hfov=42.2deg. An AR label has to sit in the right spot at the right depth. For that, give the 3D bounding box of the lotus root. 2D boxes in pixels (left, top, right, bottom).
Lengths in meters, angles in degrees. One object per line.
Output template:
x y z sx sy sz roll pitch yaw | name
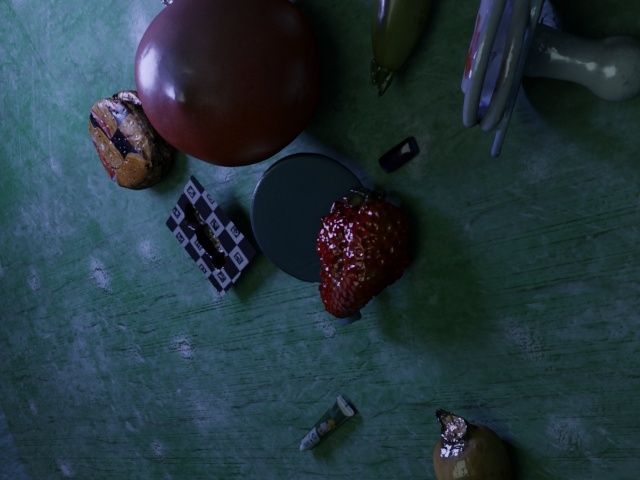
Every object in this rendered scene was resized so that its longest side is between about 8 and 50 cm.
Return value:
0.255 0.382 1.404 0.118 0.125 0.220 11 122 70 | lotus root

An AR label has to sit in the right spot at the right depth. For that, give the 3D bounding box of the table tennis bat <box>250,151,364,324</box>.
0.000 0.000 1.485 0.215 0.044 0.329 -19 107 7 | table tennis bat

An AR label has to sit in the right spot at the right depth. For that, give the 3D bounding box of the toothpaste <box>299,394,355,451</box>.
0.007 0.387 1.714 0.049 0.031 0.204 50 132 15 | toothpaste

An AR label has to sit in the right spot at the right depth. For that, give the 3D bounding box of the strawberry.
0.070 0.033 1.412 0.175 0.107 0.235 -1 104 10 | strawberry

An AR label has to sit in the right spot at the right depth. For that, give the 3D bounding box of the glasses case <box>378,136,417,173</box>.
0.128 -0.141 1.391 0.083 0.023 0.033 -34 79 46 | glasses case

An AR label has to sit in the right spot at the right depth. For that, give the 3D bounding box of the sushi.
-0.220 -0.016 1.761 0.215 0.050 0.192 50 137 11 | sushi

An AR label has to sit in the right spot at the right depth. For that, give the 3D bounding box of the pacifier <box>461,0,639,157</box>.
0.308 -0.234 1.068 0.233 0.244 0.299 13 120 7 | pacifier

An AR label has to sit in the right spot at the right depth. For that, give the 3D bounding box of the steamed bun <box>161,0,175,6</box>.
-0.248 -0.498 1.557 0.145 0.106 0.175 45 134 22 | steamed bun

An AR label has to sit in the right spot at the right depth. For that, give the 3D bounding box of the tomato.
-0.160 -0.278 1.409 0.322 0.322 0.321 19 118 39 | tomato

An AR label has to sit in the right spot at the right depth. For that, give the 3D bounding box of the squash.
0.127 -0.377 1.255 0.094 0.094 0.340 27 120 35 | squash

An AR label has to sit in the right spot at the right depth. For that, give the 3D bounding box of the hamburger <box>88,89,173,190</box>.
-0.423 -0.219 1.845 0.231 0.107 0.230 16 119 31 | hamburger
